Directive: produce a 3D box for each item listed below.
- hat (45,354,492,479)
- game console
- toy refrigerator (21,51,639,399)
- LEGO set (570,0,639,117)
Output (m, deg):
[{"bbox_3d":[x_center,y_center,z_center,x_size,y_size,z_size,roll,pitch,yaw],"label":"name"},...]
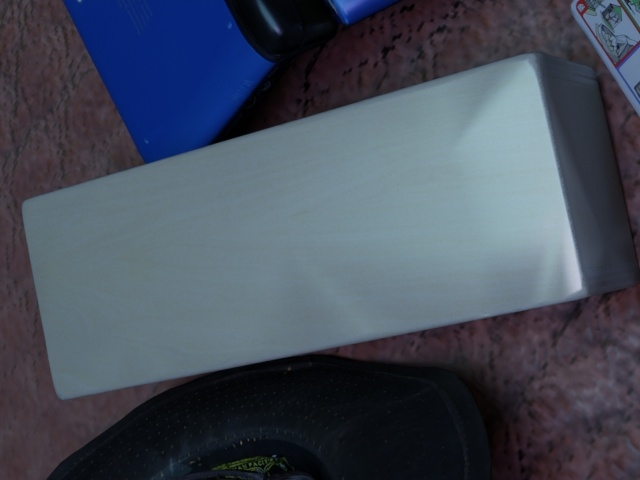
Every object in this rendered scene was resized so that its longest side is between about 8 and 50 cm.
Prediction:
[{"bbox_3d":[-0.048,0.195,0.579,0.331,0.331,0.134,-13,117,31],"label":"hat"},{"bbox_3d":[-0.037,-0.219,0.682,0.293,0.173,0.250,63,147,10],"label":"game console"},{"bbox_3d":[0.000,0.000,0.621,0.270,0.094,0.102,-14,85,28],"label":"toy refrigerator"},{"bbox_3d":[0.221,-0.054,0.509,0.244,0.060,0.182,61,144,18],"label":"LEGO set"}]
